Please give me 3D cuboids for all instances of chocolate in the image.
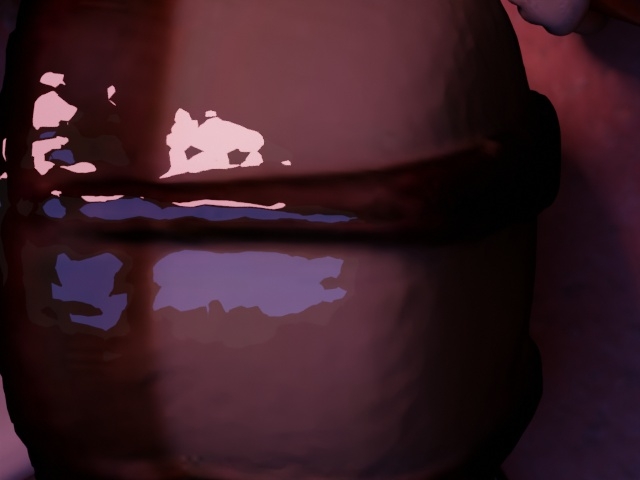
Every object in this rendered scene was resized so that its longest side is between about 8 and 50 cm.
[{"bbox_3d":[0.000,0.000,0.688,0.186,0.283,0.284,1,94,8],"label":"chocolate"}]

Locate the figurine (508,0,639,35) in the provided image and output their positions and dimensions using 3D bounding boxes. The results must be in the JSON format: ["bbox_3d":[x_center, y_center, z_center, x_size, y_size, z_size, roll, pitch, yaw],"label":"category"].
[{"bbox_3d":[0.142,-0.164,0.676,0.193,0.154,0.421,-35,80,16],"label":"figurine"}]

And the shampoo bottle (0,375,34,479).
[{"bbox_3d":[-0.202,0.089,0.893,0.221,0.051,0.108,-30,83,22],"label":"shampoo bottle"}]

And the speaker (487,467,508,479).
[{"bbox_3d":[0.077,0.179,0.781,0.082,0.044,0.218,-36,78,21],"label":"speaker"}]
